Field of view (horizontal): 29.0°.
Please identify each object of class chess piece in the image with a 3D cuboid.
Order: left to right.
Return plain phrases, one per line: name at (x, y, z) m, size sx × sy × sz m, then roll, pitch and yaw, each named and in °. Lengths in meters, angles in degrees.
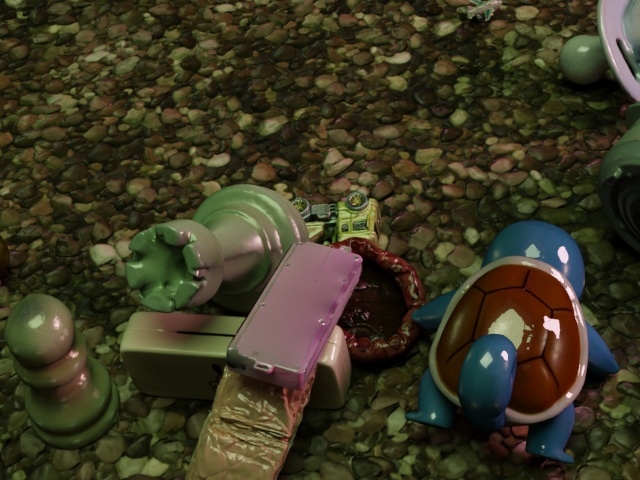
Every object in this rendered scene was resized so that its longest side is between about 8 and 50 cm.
chess piece at (-0.369, 0.170, 1.711) m, size 0.133 × 0.243 × 0.133 m, roll -5°, pitch 48°, yaw 5°
chess piece at (-0.153, 0.023, 1.760) m, size 0.194 × 0.195 × 0.299 m, roll 14°, pitch 11°, yaw 21°

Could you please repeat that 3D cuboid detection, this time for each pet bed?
pet bed at (0.065, 0.091, 1.812) m, size 0.201 × 0.053 × 0.201 m, roll 5°, pitch 63°, yaw -10°

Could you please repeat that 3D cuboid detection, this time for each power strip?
power strip at (-0.031, 0.095, 1.674) m, size 0.109 × 0.037 × 0.279 m, roll 15°, pitch 40°, yaw 13°

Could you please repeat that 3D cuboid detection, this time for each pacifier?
pacifier at (0.513, -0.318, 2.092) m, size 0.233 × 0.244 × 0.299 m, roll -13°, pitch 22°, yaw 41°

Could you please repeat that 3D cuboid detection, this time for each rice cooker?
rice cooker at (0.570, -0.113, 1.814) m, size 0.316 × 0.264 × 0.317 m, roll -6°, pitch 49°, yaw 7°

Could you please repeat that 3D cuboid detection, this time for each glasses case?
glasses case at (-0.118, 0.169, 1.746) m, size 0.312 × 0.131 × 0.070 m, roll 3°, pitch 53°, yaw 12°

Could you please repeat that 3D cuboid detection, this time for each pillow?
pillow at (-0.095, 0.249, 1.645) m, size 0.126 × 0.043 × 0.233 m, roll 20°, pitch 88°, yaw 11°

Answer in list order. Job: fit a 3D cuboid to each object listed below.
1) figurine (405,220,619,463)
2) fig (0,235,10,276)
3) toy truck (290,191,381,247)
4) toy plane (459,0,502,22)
figurine at (0.242, 0.149, 1.662) m, size 0.297 × 0.243 × 0.416 m, roll 8°, pitch 31°, yaw 18°
fig at (-0.584, 0.044, 1.970) m, size 0.177 × 0.117 × 0.117 m, roll -34°, pitch 50°, yaw -8°
toy truck at (0.000, 0.000, 1.921) m, size 0.191 × 0.085 × 0.116 m, roll -6°, pitch 56°, yaw 5°
toy plane at (0.303, -0.432, 2.314) m, size 0.083 × 0.033 × 0.080 m, roll -17°, pitch 46°, yaw -17°
